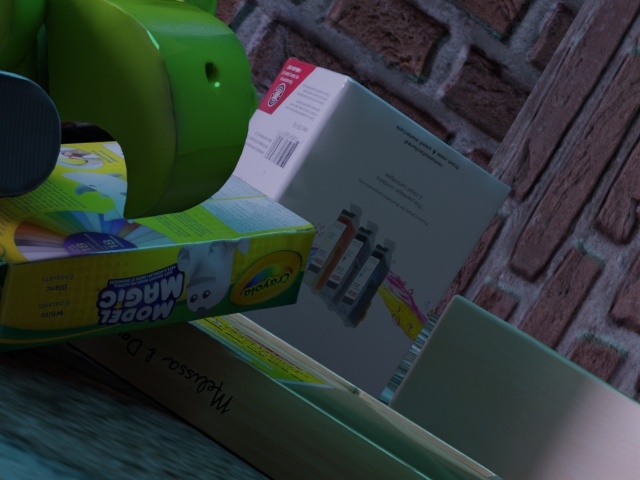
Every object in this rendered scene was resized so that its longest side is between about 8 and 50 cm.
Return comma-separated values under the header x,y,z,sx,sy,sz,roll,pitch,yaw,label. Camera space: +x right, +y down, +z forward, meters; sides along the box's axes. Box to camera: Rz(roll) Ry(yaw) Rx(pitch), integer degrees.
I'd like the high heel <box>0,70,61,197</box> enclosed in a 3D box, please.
x,y,z,sx,sy,sz,roll,pitch,yaw,label
-0.226,-0.046,0.471,0.261,0.093,0.186,17,-13,-28,high heel

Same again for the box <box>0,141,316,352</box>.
x,y,z,sx,sy,sz,roll,pitch,yaw,label
-0.101,-0.001,0.649,0.179,0.043,0.105,-5,28,-44,box

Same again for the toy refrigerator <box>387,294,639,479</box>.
x,y,z,sx,sy,sz,roll,pitch,yaw,label
0.165,0.139,0.981,0.094,0.102,0.269,30,1,-38,toy refrigerator

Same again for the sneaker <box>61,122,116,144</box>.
x,y,z,sx,sy,sz,roll,pitch,yaw,label
-0.179,-0.129,1.271,0.116,0.136,0.314,20,-9,-33,sneaker

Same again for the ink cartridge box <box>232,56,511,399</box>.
x,y,z,sx,sy,sz,roll,pitch,yaw,label
0.000,0.000,0.967,0.127,0.176,0.128,33,1,-21,ink cartridge box

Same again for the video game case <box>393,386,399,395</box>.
x,y,z,sx,sy,sz,roll,pitch,yaw,label
0.118,0.155,1.245,0.122,0.011,0.087,30,2,-13,video game case

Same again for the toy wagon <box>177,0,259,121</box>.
x,y,z,sx,sy,sz,roll,pitch,yaw,label
-0.191,-0.132,1.482,0.267,0.068,0.344,1,-48,27,toy wagon

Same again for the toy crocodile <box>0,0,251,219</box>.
x,y,z,sx,sy,sz,roll,pitch,yaw,label
-0.188,-0.082,0.629,0.340,0.105,0.115,8,10,15,toy crocodile

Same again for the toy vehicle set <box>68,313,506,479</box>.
x,y,z,sx,sy,sz,roll,pitch,yaw,label
-0.043,0.061,0.756,0.267,0.035,0.166,31,2,18,toy vehicle set
